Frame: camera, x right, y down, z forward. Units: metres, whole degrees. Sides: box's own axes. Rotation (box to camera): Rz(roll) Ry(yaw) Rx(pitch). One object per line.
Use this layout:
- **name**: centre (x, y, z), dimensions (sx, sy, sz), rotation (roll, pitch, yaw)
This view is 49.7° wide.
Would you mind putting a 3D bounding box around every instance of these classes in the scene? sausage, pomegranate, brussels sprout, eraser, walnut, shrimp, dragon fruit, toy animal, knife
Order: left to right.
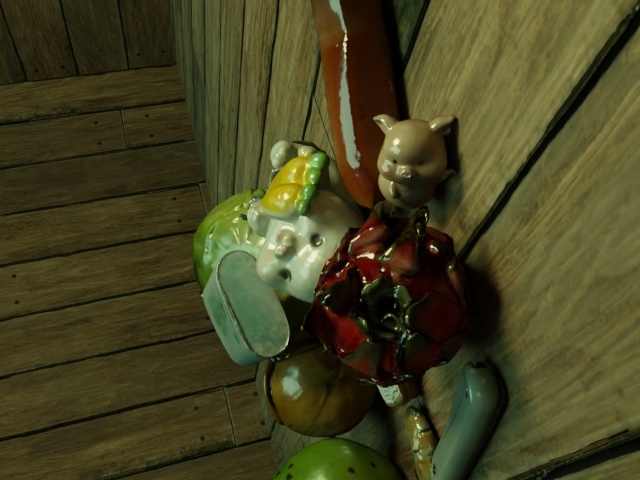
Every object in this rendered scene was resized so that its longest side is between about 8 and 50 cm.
- **eraser**: centre (-0.128, 0.118, 1.138), dimensions (0.174, 0.081, 0.227), rotation (62, 162, 6)
- **brussels sprout**: centre (-0.104, 0.042, 1.383), dimensions (0.344, 0.268, 0.344), rotation (24, 127, 36)
- **toy animal**: centre (-0.006, -0.002, 1.020), dimensions (0.247, 0.183, 0.310), rotation (47, -170, -39)
- **walnut**: centre (-0.005, 0.262, 1.260), dimensions (0.336, 0.209, 0.209), rotation (100, 155, -66)
- **pomegranate**: centre (0.055, 0.460, 1.131), dimensions (0.340, 0.260, 0.261), rotation (-6, 95, 44)
- **sausage**: centre (0.050, -0.217, 0.901), dimensions (0.097, 0.094, 0.349), rotation (4, 103, 64)
- **dragon fruit**: centre (0.079, 0.070, 0.789), dimensions (0.193, 0.192, 0.274), rotation (57, -171, -7)
- **toy animal**: centre (0.103, -0.089, 0.812), dimensions (0.150, 0.083, 0.089), rotation (98, 159, -54)
- **shrimp**: centre (0.152, 0.334, 1.016), dimensions (0.099, 0.041, 0.180), rotation (134, 123, -74)
- **knife**: centre (0.176, 0.238, 0.865), dimensions (0.266, 0.040, 0.073), rotation (94, 170, -45)

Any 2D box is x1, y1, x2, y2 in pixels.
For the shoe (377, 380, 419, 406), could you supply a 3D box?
- **shoe**: centre (0.107, 0.193, 1.029), dimensions (0.072, 0.069, 0.109), rotation (-48, 58, 26)
